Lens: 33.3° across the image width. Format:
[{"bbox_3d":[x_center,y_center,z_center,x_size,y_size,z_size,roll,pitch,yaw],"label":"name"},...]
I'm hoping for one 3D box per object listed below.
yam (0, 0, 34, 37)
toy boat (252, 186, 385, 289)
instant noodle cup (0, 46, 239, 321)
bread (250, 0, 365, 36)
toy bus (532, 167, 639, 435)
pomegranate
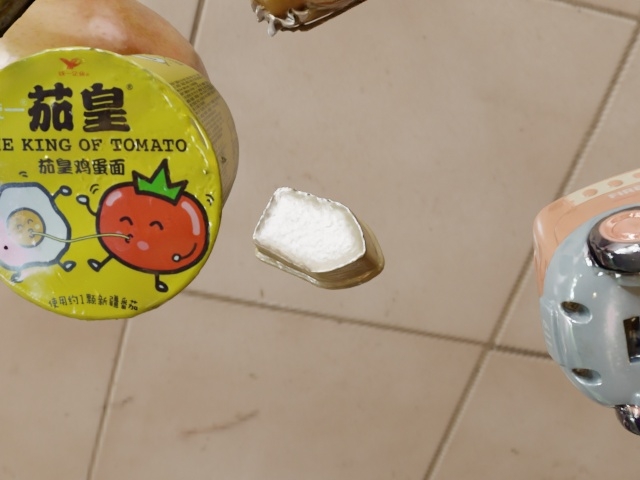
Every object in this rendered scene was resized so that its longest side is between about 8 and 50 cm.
[{"bbox_3d":[-0.203,-0.245,0.804,0.317,0.067,0.071,-50,140,-2],"label":"yam"},{"bbox_3d":[0.000,0.000,1.491,0.188,0.116,0.061,21,164,22],"label":"toy boat"},{"bbox_3d":[-0.139,-0.052,0.745,0.182,0.144,0.182,3,107,9],"label":"instant noodle cup"},{"bbox_3d":[0.032,-0.286,0.921,0.241,0.107,0.136,-27,90,4],"label":"bread"},{"bbox_3d":[0.321,0.022,0.939,0.288,0.232,0.194,-17,114,-1],"label":"toy bus"},{"bbox_3d":[-0.253,-0.117,1.043,0.319,0.319,0.319,-3,123,-5],"label":"pomegranate"}]
